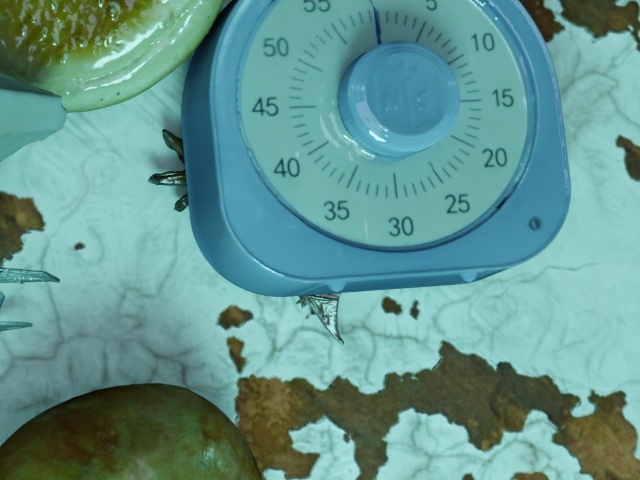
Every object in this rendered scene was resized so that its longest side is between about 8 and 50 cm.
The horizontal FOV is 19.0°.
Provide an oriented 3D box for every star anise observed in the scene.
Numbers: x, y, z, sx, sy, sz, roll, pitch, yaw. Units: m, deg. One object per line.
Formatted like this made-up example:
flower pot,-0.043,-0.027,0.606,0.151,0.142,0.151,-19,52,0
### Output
star anise,-0.104,-0.064,1.934,0.141,0.042,0.141,1,85,-12

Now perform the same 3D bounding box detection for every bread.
bread,-0.234,-0.271,1.848,0.305,0.159,0.306,0,95,2

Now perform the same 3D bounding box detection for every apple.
apple,-0.200,0.278,1.802,0.301,0.301,0.302,1,87,-11

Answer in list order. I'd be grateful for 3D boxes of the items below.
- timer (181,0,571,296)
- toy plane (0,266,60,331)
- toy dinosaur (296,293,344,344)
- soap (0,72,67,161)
timer,0.052,-0.138,1.881,0.394,0.173,0.395,3,81,-17
toy plane,-0.363,0.042,1.802,0.226,0.226,0.058,-14,64,23
toy dinosaur,0.000,0.000,1.958,0.108,0.032,0.220,-12,78,-8
soap,-0.405,-0.039,1.743,0.257,0.159,0.302,21,97,27
